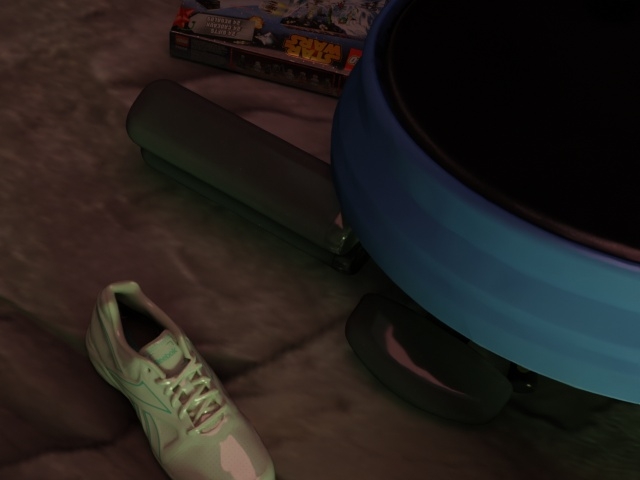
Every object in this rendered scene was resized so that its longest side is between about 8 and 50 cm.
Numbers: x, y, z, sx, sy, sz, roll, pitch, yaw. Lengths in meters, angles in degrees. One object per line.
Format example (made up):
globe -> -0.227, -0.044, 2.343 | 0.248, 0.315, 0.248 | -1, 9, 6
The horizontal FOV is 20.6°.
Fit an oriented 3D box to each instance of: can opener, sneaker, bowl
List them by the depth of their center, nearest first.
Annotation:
sneaker -> -0.081, 0.085, 0.982 | 0.054, 0.061, 0.152 | -34, 69, -25
bowl -> 0.203, -0.056, 1.000 | 0.391, 0.077, 0.391 | 5, 37, -4
can opener -> 0.000, 0.000, 1.026 | 0.280, 0.074, 0.093 | 34, 76, 18

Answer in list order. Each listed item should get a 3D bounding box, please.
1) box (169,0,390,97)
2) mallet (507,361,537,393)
box -> -0.020, -0.146, 1.146 | 0.137, 0.027, 0.094 | 15, 57, 5
mallet -> 0.141, 0.004, 1.067 | 0.062, 0.039, 0.189 | 2, 63, 0
